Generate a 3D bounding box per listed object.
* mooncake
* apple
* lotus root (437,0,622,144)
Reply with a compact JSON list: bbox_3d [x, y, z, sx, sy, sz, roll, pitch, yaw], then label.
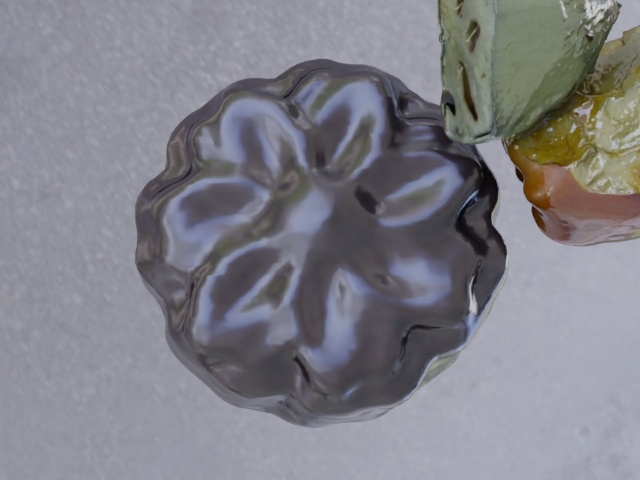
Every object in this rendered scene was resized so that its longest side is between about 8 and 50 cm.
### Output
[{"bbox_3d":[0.000,0.000,1.108,0.283,0.283,0.141,-34,168,-5],"label":"mooncake"},{"bbox_3d":[0.218,-0.072,1.082,0.158,0.156,0.147,-30,145,21],"label":"apple"},{"bbox_3d":[0.150,-0.146,1.011,0.144,0.070,0.143,-27,120,-22],"label":"lotus root"}]
